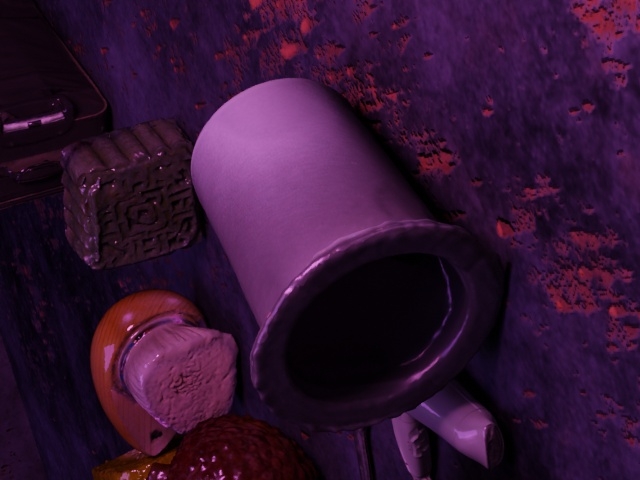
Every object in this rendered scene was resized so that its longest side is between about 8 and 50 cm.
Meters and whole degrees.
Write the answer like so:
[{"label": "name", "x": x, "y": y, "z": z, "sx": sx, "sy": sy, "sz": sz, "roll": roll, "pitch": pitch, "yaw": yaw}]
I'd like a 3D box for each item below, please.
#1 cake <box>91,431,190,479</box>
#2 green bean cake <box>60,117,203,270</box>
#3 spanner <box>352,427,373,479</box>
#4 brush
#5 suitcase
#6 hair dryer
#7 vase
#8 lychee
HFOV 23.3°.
[{"label": "cake", "x": -0.238, "y": 0.376, "z": 2.363, "sx": 0.260, "sy": 0.179, "sz": 0.156, "roll": -10, "pitch": 98, "yaw": 71}, {"label": "green bean cake", "x": -0.244, "y": -0.054, "z": 2.046, "sx": 0.094, "sy": 0.173, "sz": 0.181, "roll": 49, "pitch": 147, "yaw": 45}, {"label": "spanner", "x": 0.056, "y": 0.291, "z": 1.825, "sx": 0.054, "sy": 0.015, "sz": 0.254, "roll": 29, "pitch": 133, "yaw": 56}, {"label": "brush", "x": -0.217, "y": 0.210, "z": 2.179, "sx": 0.166, "sy": 0.174, "sz": 0.267, "roll": 41, "pitch": 135, "yaw": 44}, {"label": "suitcase", "x": -0.513, "y": -0.219, "z": 2.401, "sx": 0.434, "sy": 0.283, "sz": 0.194, "roll": 49, "pitch": 145, "yaw": 42}, {"label": "hair dryer", "x": 0.115, "y": 0.209, "z": 1.587, "sx": 0.206, "sy": 0.075, "sz": 0.237, "roll": 42, "pitch": 152, "yaw": 40}, {"label": "vase", "x": 0.000, "y": 0.000, "z": 1.461, "sx": 0.291, "sy": 0.245, "sz": 0.245, "roll": -123, "pitch": 25, "yaw": -45}, {"label": "lychee", "x": -0.102, "y": 0.351, "z": 1.959, "sx": 0.260, "sy": 0.260, "sz": 0.260, "roll": 48, "pitch": 149, "yaw": 44}]
